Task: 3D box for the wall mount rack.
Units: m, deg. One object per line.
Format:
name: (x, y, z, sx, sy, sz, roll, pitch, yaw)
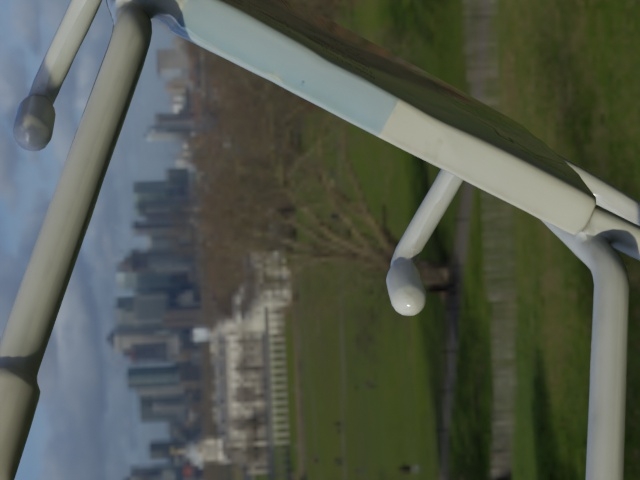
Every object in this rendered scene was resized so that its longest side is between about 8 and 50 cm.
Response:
wall mount rack: (0.000, 0.000, 0.472, 0.130, 0.350, 0.304, -61, 20, 15)
